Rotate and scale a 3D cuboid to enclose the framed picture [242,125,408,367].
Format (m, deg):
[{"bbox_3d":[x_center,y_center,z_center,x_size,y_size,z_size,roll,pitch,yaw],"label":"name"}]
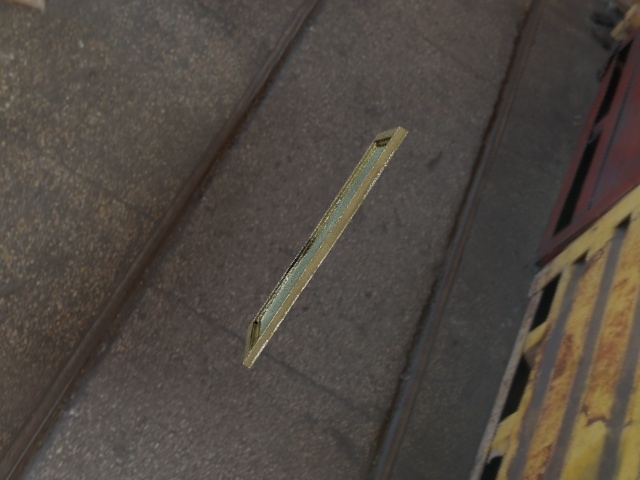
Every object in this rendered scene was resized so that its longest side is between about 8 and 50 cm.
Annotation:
[{"bbox_3d":[0.000,0.000,0.646,0.010,0.136,0.201,33,93,-6],"label":"framed picture"}]
